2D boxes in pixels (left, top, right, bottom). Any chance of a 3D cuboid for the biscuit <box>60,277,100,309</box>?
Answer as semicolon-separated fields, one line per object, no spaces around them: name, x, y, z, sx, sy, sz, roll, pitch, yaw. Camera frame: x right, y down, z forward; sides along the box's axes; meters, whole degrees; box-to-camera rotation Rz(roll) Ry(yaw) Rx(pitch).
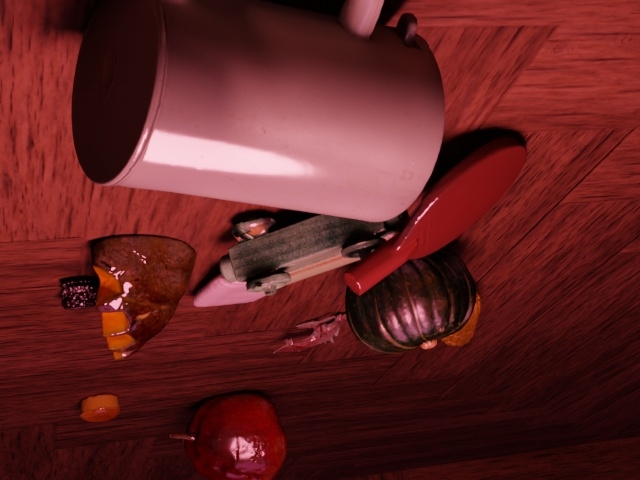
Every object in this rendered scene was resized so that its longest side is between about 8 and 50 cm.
biscuit;-0.370;0.081;1.650;0.087;0.027;0.089;-25;155;29

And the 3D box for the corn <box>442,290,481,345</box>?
corn;0.264;0.144;2.061;0.080;0.080;0.238;-11;156;-1

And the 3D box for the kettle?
kettle;-0.045;-0.146;1.026;0.318;0.205;0.265;6;155;-32

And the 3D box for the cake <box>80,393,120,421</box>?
cake;-0.461;0.352;2.252;0.084;0.044;0.084;-9;157;-4

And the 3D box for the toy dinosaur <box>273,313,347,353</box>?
toy dinosaur;0.002;0.172;2.059;0.220;0.032;0.108;-29;150;16

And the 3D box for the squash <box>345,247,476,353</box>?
squash;0.145;0.093;1.744;0.218;0.172;0.218;-16;158;-7

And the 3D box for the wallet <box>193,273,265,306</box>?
wallet;-0.128;0.074;1.726;0.124;0.032;0.183;-2;165;-24

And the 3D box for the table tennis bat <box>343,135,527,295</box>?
table tennis bat;0.163;-0.030;1.456;0.310;0.038;0.200;-36;158;-13

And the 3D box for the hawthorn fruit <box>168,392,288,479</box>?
hawthorn fruit;-0.214;0.439;2.399;0.266;0.210;0.230;15;162;-23

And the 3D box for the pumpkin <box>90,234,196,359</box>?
pumpkin;-0.249;0.091;1.601;0.149;0.130;0.254;-10;157;-4

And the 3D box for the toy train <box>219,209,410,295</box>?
toy train;0.000;0.000;1.549;0.285;0.116;0.177;-21;169;19
